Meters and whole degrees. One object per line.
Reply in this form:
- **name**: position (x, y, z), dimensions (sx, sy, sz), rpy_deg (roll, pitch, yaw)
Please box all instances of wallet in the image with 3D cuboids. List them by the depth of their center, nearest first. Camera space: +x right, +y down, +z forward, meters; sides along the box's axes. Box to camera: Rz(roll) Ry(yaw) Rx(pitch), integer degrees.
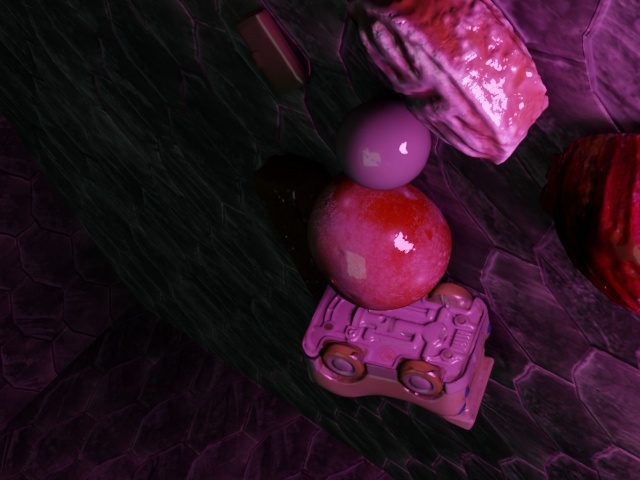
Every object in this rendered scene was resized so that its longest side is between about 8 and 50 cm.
- **wallet**: position (-0.085, -0.332, 1.774), dimensions (0.153, 0.039, 0.118), rpy_deg (55, 156, -18)

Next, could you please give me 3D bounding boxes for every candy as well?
- **candy**: position (0.168, -0.234, 1.298), dimensions (0.289, 0.157, 0.214), rpy_deg (45, 176, -20)

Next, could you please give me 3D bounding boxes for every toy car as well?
- **toy car**: position (0.159, 0.217, 1.995), dimensions (0.335, 0.242, 0.226), rpy_deg (9, 142, 23)

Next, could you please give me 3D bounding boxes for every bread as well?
- **bread**: position (0.000, 0.000, 2.161), dimensions (0.165, 0.113, 0.417), rpy_deg (23, 150, 44)

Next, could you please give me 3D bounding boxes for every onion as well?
- **onion**: position (0.406, 0.015, 1.341), dimensions (0.314, 0.146, 0.280), rpy_deg (49, 155, -18)

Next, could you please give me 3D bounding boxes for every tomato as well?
- **tomato**: position (0.099, 0.005, 1.805), dimensions (0.270, 0.227, 0.270), rpy_deg (37, 162, 15)

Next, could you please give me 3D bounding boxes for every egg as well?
- **egg**: position (0.096, -0.153, 1.611), dimensions (0.146, 0.146, 0.198), rpy_deg (51, 166, -18)
